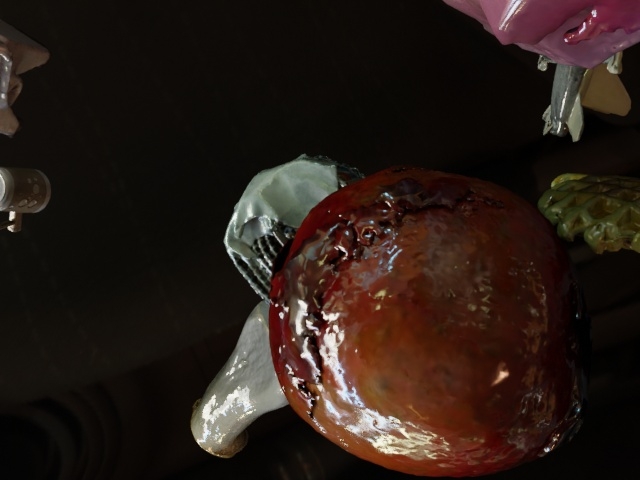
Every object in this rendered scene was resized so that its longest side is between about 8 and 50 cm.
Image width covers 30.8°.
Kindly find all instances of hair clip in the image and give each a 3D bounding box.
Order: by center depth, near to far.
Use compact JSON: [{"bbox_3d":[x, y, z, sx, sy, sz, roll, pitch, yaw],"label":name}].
[{"bbox_3d":[-0.311,-0.153,1.029,0.085,0.331,0.101,36,92,-6],"label":"hair clip"}]

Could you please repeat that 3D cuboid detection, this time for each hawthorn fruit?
[{"bbox_3d":[0.106,0.077,1.049,0.316,0.316,0.316,0,110,-1],"label":"hawthorn fruit"}]

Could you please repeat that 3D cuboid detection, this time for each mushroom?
[{"bbox_3d":[-0.110,0.226,1.785,0.122,0.159,0.329,30,128,-8],"label":"mushroom"}]

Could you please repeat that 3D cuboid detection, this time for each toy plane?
[{"bbox_3d":[0.232,-0.218,1.011,0.088,0.192,0.262,3,98,-9],"label":"toy plane"}]

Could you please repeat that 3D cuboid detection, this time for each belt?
[{"bbox_3d":[0.000,0.000,1.606,0.207,0.150,0.257,-44,77,19],"label":"belt"}]

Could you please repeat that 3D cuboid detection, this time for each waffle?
[{"bbox_3d":[0.312,-0.026,1.092,0.214,0.208,0.054,3,103,11],"label":"waffle"}]

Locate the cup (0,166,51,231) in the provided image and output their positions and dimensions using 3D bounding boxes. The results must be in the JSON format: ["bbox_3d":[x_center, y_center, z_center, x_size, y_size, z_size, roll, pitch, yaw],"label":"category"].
[{"bbox_3d":[-0.497,-0.070,1.843,0.102,0.099,0.074,-48,70,18],"label":"cup"}]

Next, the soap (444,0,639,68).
[{"bbox_3d":[0.132,-0.238,0.486,0.127,0.220,0.325,17,69,-30],"label":"soap"}]
